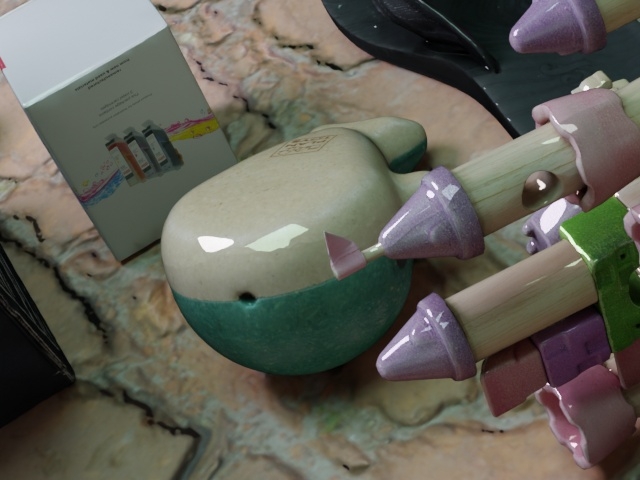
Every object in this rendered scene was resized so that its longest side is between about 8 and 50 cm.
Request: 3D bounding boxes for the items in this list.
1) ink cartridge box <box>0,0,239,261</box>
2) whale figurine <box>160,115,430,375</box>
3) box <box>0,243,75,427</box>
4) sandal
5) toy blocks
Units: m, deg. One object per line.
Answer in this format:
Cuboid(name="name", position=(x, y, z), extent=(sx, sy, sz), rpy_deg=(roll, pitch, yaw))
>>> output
Cuboid(name="ink cartridge box", position=(-0.160, -0.102, 1.570), extent=(0.127, 0.176, 0.128), rpy_deg=(-30, 42, -6))
Cuboid(name="whale figurine", position=(0.000, 0.000, 1.438), extent=(0.216, 0.141, 0.272), rpy_deg=(-7, 21, 22))
Cuboid(name="box", position=(-0.353, -0.013, 1.437), extent=(0.182, 0.294, 0.296), rpy_deg=(-33, 63, -3))
Cuboid(name="sandal", position=(0.134, -0.190, 1.545), extent=(0.167, 0.107, 0.446), rpy_deg=(-37, 41, -11))
Cuboid(name="toy blocks", position=(0.143, 0.023, 1.191), extent=(0.260, 0.289, 0.309), rpy_deg=(-28, 44, -7))
